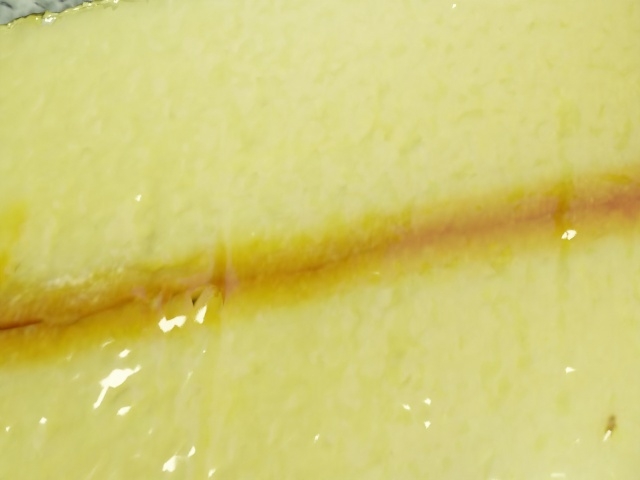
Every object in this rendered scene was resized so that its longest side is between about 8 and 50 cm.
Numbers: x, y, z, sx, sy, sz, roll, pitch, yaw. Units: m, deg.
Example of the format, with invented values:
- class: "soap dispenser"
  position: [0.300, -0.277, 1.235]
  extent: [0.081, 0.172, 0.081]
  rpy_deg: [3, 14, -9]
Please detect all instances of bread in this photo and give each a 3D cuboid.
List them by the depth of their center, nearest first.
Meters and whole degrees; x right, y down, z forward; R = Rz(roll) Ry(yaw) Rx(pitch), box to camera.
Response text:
- class: "bread"
  position: [0.000, 0.000, 0.504]
  extent: [0.405, 0.242, 0.345]
  rpy_deg: [1, 73, -44]
